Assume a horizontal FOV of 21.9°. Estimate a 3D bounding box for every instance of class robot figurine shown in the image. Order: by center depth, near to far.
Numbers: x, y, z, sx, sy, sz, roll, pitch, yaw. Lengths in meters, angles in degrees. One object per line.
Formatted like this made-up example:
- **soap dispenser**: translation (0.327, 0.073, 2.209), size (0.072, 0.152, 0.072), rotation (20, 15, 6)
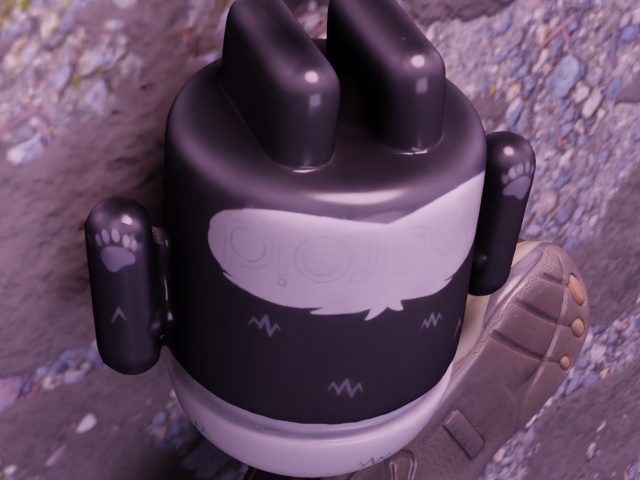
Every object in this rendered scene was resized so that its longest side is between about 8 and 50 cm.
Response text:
- **robot figurine**: translation (-0.003, -0.001, 0.903), size (0.173, 0.209, 0.278), rotation (-62, 162, -50)

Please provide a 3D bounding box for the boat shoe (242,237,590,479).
- **boat shoe**: translation (0.024, 0.131, 1.063), size (0.355, 0.130, 0.132), rotation (-46, 136, -14)
